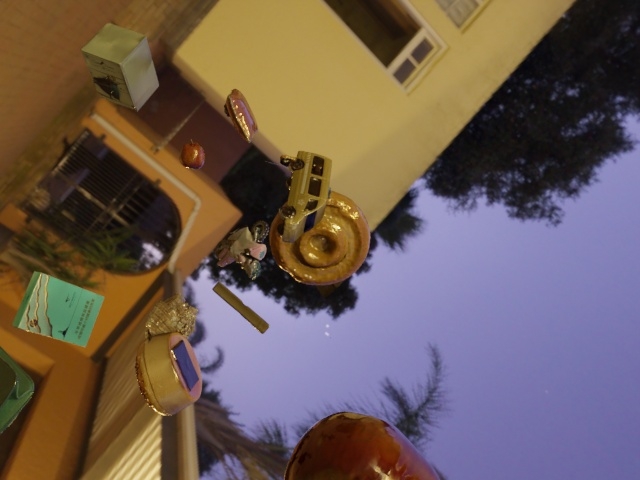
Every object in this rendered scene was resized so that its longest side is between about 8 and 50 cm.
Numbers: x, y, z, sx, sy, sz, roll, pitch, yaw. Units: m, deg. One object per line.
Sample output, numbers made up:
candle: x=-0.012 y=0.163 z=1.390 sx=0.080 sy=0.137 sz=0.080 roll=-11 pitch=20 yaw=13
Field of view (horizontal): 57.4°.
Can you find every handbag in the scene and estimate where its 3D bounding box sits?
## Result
handbag: x=-0.996 y=0.422 z=1.689 sx=0.326 sy=0.089 sz=0.238 roll=29 pitch=-103 yaw=28

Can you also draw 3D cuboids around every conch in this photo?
conch: x=-0.560 y=0.298 z=2.214 sx=0.245 sy=0.178 sz=0.163 roll=-25 pitch=-169 yaw=-42

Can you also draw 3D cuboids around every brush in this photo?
brush: x=-0.216 y=0.183 z=1.597 sx=0.034 sy=0.190 sz=0.027 roll=-51 pitch=171 yaw=1

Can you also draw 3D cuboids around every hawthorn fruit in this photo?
hawthorn fruit: x=-0.361 y=-0.238 z=1.645 sx=0.077 sy=0.077 sz=0.077 roll=-41 pitch=-159 yaw=20

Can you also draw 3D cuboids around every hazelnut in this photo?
hazelnut: x=0.118 y=0.603 z=1.405 sx=0.359 sy=0.409 sz=0.359 roll=-45 pitch=-177 yaw=3

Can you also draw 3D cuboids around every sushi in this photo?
sushi: x=-0.074 y=-0.255 z=1.945 sx=0.210 sy=0.192 sz=0.040 roll=-148 pitch=-108 yaw=-71

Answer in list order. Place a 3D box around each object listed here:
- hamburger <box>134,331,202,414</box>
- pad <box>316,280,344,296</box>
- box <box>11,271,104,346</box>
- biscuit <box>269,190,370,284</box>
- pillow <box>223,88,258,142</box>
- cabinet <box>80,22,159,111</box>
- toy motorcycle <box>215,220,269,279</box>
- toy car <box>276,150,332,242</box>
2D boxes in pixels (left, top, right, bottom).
hamburger: x=-0.540 y=0.469 z=2.050 sx=0.176 sy=0.300 sz=0.300 roll=-20 pitch=-156 yaw=3
pad: x=0.041 y=0.169 z=2.067 sx=0.250 sy=0.055 sz=0.323 roll=-50 pitch=-130 yaw=52
box: x=-0.749 y=0.201 z=1.684 sx=0.041 sy=0.229 sz=0.162 roll=4 pitch=-110 yaw=33
biscuit: x=0.000 y=0.000 z=1.673 sx=0.296 sy=0.296 sz=0.102 roll=-42 pitch=-157 yaw=17
pillow: x=-0.287 y=-0.448 z=2.097 sx=0.075 sy=0.179 sz=0.171 roll=-22 pitch=-159 yaw=12
cabinet: x=-0.637 y=-0.549 z=1.873 sx=0.206 sy=0.145 sz=0.150 roll=93 pitch=21 yaw=-58
toy motorcycle: x=-0.275 y=0.056 z=2.083 sx=0.239 sy=0.108 sz=0.204 roll=-35 pitch=-123 yaw=38
toy car: x=-0.037 y=-0.110 z=1.531 sx=0.101 sy=0.124 sz=0.257 roll=102 pitch=-4 yaw=-57
